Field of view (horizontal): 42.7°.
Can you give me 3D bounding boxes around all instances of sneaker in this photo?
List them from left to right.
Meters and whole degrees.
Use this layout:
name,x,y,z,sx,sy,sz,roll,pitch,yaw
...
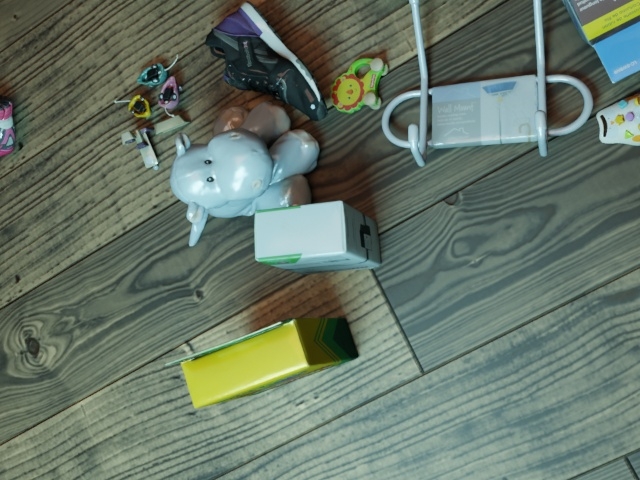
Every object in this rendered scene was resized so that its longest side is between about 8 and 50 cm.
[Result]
name,x,y,z,sx,sy,sz,roll,pitch,yaw
sneaker,-0.764,-0.245,1.704,0.299,0.121,0.112,13,120,27
sneaker,-0.101,-0.294,1.469,0.124,0.107,0.283,-36,65,-5

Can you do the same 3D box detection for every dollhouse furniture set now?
name,x,y,z,sx,sy,sz,roll,pitch,yaw
dollhouse furniture set,-0.302,-0.185,1.558,0.114,0.091,0.081,-20,94,13

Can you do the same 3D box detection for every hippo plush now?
name,x,y,z,sx,sy,sz,roll,pitch,yaw
hippo plush,-0.166,-0.141,1.416,0.294,0.236,0.234,-13,81,18

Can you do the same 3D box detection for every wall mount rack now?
name,x,y,z,sx,sy,sz,roll,pitch,yaw
wall mount rack,0.260,-0.279,1.342,0.350,0.130,0.304,-3,70,18

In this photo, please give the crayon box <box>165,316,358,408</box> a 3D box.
name,x,y,z,sx,sy,sz,roll,pitch,yaw
crayon box,-0.082,0.192,1.312,0.202,0.318,0.081,-22,78,16

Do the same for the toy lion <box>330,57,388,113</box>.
name,x,y,z,sx,sy,sz,roll,pitch,yaw
toy lion,0.066,-0.276,1.461,0.096,0.034,0.100,11,88,27

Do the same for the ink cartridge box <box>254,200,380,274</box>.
name,x,y,z,sx,sy,sz,roll,pitch,yaw
ink cartridge box,0.000,0.000,1.362,0.153,0.208,0.087,-6,80,18

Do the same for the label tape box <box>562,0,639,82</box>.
name,x,y,z,sx,sy,sz,roll,pitch,yaw
label tape box,0.497,-0.431,1.284,0.241,0.106,0.333,-25,78,16

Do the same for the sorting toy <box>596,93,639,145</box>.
name,x,y,z,sx,sy,sz,roll,pitch,yaw
sorting toy,0.481,-0.189,1.307,0.075,0.045,0.083,-13,80,37

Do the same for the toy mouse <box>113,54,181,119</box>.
name,x,y,z,sx,sy,sz,roll,pitch,yaw
toy mouse,-0.307,-0.293,1.578,0.161,0.031,0.143,33,90,35
